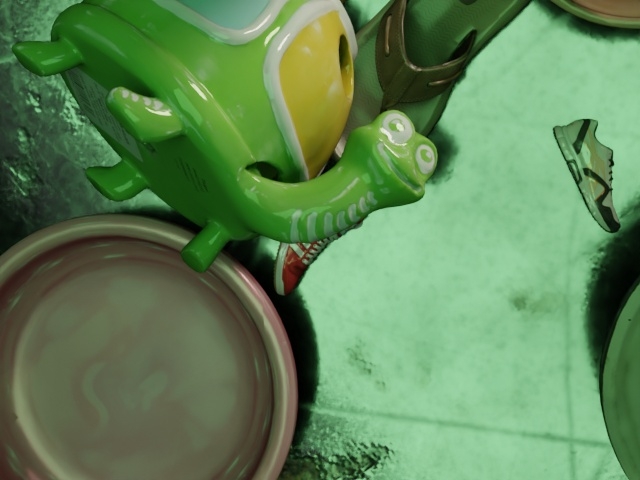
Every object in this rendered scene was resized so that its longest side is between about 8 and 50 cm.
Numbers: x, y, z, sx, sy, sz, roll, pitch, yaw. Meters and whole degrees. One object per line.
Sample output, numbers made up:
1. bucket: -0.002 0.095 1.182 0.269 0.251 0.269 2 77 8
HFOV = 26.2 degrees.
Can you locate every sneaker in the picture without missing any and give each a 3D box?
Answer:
1. sneaker: 0.247 -0.059 1.230 0.044 0.040 0.109 -23 92 8
2. sneaker: 0.000 0.000 1.271 0.067 0.042 0.118 16 95 10

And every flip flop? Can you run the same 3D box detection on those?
1. flip flop: 0.097 -0.177 1.222 0.112 0.080 0.277 43 99 3

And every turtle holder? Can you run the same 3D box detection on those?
1. turtle holder: -0.074 -0.129 1.148 0.227 0.320 0.243 -42 120 -19

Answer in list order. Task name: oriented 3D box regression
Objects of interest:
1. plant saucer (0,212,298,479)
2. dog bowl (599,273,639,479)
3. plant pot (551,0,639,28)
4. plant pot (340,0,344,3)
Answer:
1. plant saucer: -0.181 0.137 1.291 0.332 0.084 0.332 1 96 8
2. dog bowl: 0.438 0.094 1.096 0.408 0.150 0.408 9 122 15
3. plant pot: 0.271 -0.296 1.167 0.237 0.110 0.237 1 95 12
4. plant pot: -0.004 -0.256 1.228 0.081 0.083 0.081 38 99 3
